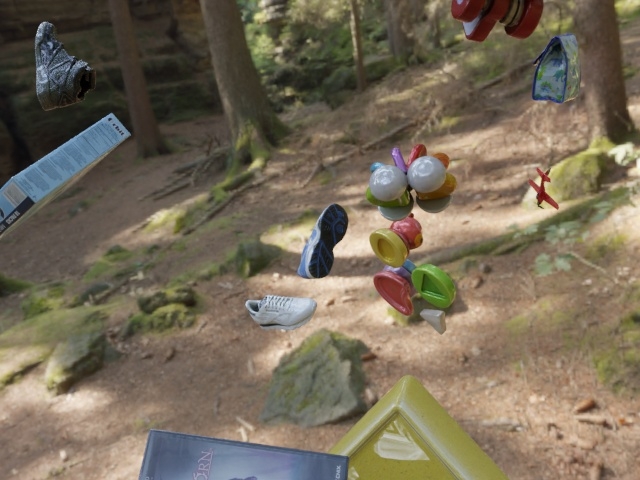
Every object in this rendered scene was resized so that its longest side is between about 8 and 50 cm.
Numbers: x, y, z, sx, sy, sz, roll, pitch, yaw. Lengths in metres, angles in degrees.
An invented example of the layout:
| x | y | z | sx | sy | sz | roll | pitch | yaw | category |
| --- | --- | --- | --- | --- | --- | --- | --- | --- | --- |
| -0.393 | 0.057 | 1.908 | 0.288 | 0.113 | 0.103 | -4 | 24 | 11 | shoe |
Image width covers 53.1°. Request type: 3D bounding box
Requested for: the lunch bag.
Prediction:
| x | y | z | sx | sy | sz | roll | pitch | yaw | category |
| --- | --- | --- | --- | --- | --- | --- | --- | --- | --- |
| 0.564 | -0.410 | 1.517 | 0.096 | 0.151 | 0.129 | 17 | 27 | 30 | lunch bag |

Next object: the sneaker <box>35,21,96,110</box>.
| x | y | z | sx | sy | sz | roll | pitch | yaw | category |
| --- | --- | --- | --- | --- | --- | --- | --- | --- | --- |
| -0.588 | -0.408 | 1.481 | 0.130 | 0.227 | 0.087 | -10 | -24 | -11 | sneaker |

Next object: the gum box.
| x | y | z | sx | sy | sz | roll | pitch | yaw | category |
| --- | --- | --- | --- | --- | --- | --- | --- | --- | --- |
| -0.352 | -0.078 | 0.829 | 0.157 | 0.041 | 0.184 | -28 | 18 | 38 | gum box |

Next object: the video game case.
| x | y | z | sx | sy | sz | roll | pitch | yaw | category |
| --- | --- | --- | --- | --- | --- | --- | --- | --- | --- |
| -0.107 | 0.364 | 0.833 | 0.274 | 0.196 | 0.026 | 10 | -26 | -5 | video game case |

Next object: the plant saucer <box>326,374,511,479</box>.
| x | y | z | sx | sy | sz | roll | pitch | yaw | category |
| --- | --- | --- | --- | --- | --- | --- | --- | --- | --- |
| 0.146 | 0.467 | 1.169 | 0.333 | 0.081 | 0.333 | -46 | 58 | 2 | plant saucer |

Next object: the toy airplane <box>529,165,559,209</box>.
| x | y | z | sx | sy | sz | roll | pitch | yaw | category |
| --- | --- | --- | --- | --- | --- | --- | --- | --- | --- |
| 0.667 | -0.157 | 1.918 | 0.028 | 0.151 | 0.151 | -16 | 15 | -15 | toy airplane |

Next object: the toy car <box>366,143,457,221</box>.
| x | y | z | sx | sy | sz | roll | pitch | yaw | category |
| --- | --- | --- | --- | --- | --- | --- | --- | --- | --- |
| 0.178 | -0.129 | 1.292 | 0.182 | 0.136 | 0.159 | -12 | -24 | 13 | toy car |

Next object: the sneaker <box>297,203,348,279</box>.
| x | y | z | sx | sy | sz | roll | pitch | yaw | category |
| --- | --- | --- | --- | --- | --- | --- | --- | --- | --- |
| 0.000 | 0.000 | 1.509 | 0.081 | 0.080 | 0.211 | -23 | 35 | 52 | sneaker |

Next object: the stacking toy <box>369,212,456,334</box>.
| x | y | z | sx | sy | sz | roll | pitch | yaw | category |
| --- | --- | --- | --- | --- | --- | --- | --- | --- | --- |
| 0.282 | 0.089 | 1.784 | 0.279 | 0.309 | 0.130 | 35 | 62 | 28 | stacking toy |

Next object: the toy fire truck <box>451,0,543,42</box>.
| x | y | z | sx | sy | sz | roll | pitch | yaw | category |
| --- | --- | --- | --- | --- | --- | --- | --- | --- | --- |
| 0.385 | -0.585 | 1.338 | 0.169 | 0.302 | 0.253 | 11 | 53 | -14 | toy fire truck |

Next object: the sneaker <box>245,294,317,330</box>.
| x | y | z | sx | sy | sz | roll | pitch | yaw | category |
| --- | --- | --- | --- | --- | --- | --- | --- | --- | --- |
| -0.113 | 0.197 | 1.821 | 0.235 | 0.095 | 0.090 | -16 | 33 | 37 | sneaker |
